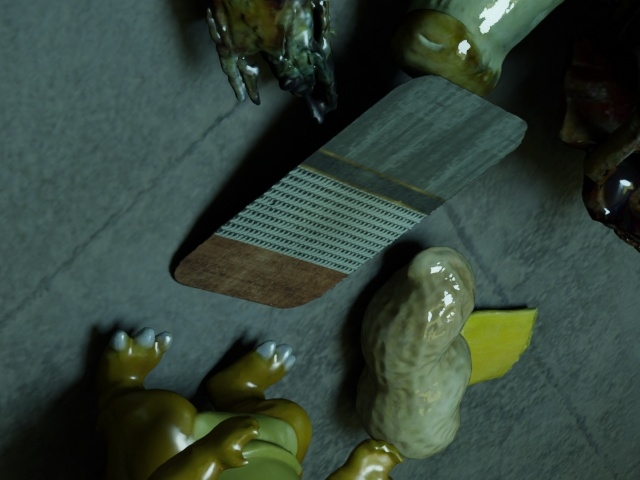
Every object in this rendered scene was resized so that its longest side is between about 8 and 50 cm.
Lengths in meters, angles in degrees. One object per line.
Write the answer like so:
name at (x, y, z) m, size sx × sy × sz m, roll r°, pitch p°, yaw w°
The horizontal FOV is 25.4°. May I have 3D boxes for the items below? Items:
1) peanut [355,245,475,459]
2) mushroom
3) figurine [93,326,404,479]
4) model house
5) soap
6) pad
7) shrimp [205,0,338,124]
peanut at (0.081, 0.097, 1.206) m, size 0.104 × 0.085 × 0.228 m, roll -20°, pitch 135°, yaw -20°
mushroom at (0.175, -0.230, 0.975) m, size 0.333 × 0.087 × 0.107 m, roll -45°, pitch 161°, yaw -4°
figurine at (-0.036, 0.265, 1.009) m, size 0.268 × 0.387 × 0.401 m, roll -35°, pitch 150°, yaw 10°
model house at (0.310, -0.143, 1.122) m, size 0.297 × 0.317 × 0.282 m, roll 5°, pitch 153°, yaw -6°
soap at (0.159, 0.097, 1.327) m, size 0.168 × 0.033 × 0.089 m, roll -8°, pitch 133°, yaw -42°
pad at (-0.013, -0.020, 0.951) m, size 0.250 × 0.055 × 0.323 m, roll -38°, pitch 168°, yaw 24°
shrimp at (0.015, -0.236, 0.831) m, size 0.233 × 0.071 × 0.365 m, roll -35°, pitch 138°, yaw -23°
